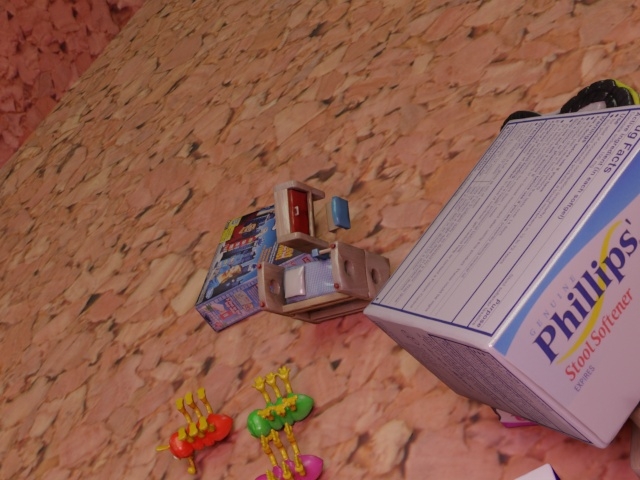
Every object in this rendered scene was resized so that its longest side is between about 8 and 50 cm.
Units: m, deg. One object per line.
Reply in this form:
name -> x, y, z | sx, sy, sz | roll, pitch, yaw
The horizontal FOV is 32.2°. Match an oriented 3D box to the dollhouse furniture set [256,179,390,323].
dollhouse furniture set -> 0.000, 0.000, 1.456 | 0.129, 0.129, 0.184 | -16, 70, 31

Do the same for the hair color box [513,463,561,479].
hair color box -> 0.167, 0.365, 0.892 | 0.185, 0.110, 0.339 | -30, 33, 15

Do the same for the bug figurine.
bug figurine -> -0.101, 0.269, 1.332 | 0.216, 0.072, 0.279 | -26, 27, 7

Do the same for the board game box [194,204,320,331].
board game box -> -0.071, 0.026, 1.641 | 0.194, 0.060, 0.194 | -17, 36, 29

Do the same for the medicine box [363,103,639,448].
medicine box -> 0.215, 0.023, 1.037 | 0.263, 0.149, 0.289 | -52, 17, -10

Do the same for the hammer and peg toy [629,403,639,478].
hammer and peg toy -> 0.374, 0.116, 0.938 | 0.266, 0.127, 0.361 | -26, 26, 36

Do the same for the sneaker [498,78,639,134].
sneaker -> 0.322, -0.111, 1.385 | 0.300, 0.121, 0.111 | -12, 67, 63

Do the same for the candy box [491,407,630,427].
candy box -> 0.278, 0.084, 1.190 | 0.159, 0.071, 0.233 | -11, 39, 37
